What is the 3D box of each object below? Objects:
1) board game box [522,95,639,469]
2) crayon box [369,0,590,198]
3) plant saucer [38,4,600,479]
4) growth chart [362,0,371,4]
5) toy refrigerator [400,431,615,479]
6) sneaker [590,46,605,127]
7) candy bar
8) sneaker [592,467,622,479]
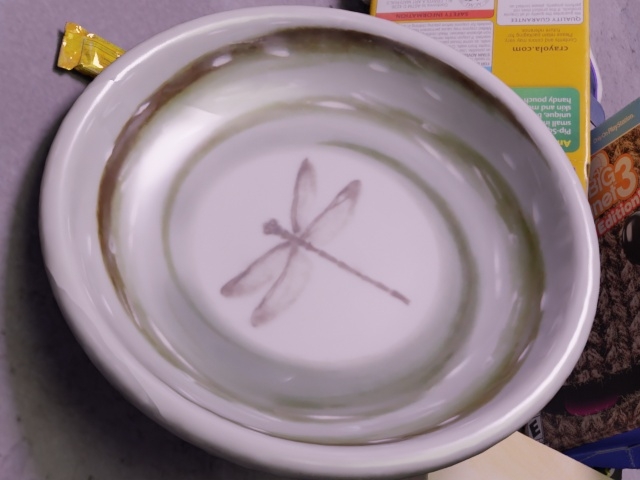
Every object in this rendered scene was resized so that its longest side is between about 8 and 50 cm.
[{"bbox_3d":[0.305,0.051,1.006,0.141,0.232,0.291,9,64,-25],"label":"board game box"},{"bbox_3d":[0.143,-0.144,0.971,0.083,0.203,0.323,70,24,-60],"label":"crayon box"},{"bbox_3d":[0.000,0.000,0.777,0.400,0.100,0.400,5,56,-8],"label":"plant saucer"},{"bbox_3d":[-0.010,-0.345,1.056,0.237,0.021,0.172,31,51,-32],"label":"growth chart"},{"bbox_3d":[0.148,0.217,0.890,0.269,0.102,0.094,30,53,-31],"label":"toy refrigerator"},{"bbox_3d":[0.184,-0.227,1.109,0.236,0.130,0.323,-37,104,-51],"label":"sneaker"},{"bbox_3d":[-0.133,-0.120,0.832,0.161,0.018,0.040,26,58,-35],"label":"candy bar"},{"bbox_3d":[0.303,0.216,1.099,0.035,0.031,0.083,46,50,-34],"label":"sneaker"}]
